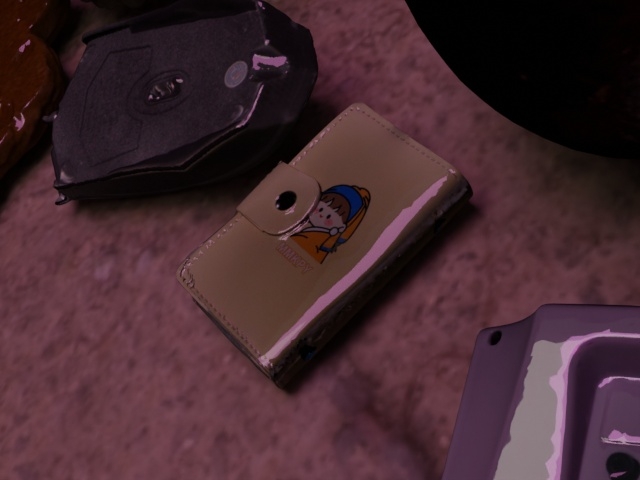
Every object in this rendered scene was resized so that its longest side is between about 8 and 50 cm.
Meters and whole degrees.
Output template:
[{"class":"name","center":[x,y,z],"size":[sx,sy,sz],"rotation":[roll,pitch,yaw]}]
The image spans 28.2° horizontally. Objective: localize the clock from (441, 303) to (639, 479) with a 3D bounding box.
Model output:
[{"class":"clock","center":[0.156,0.124,0.524],"size":[0.253,0.083,0.186],"rotation":[0,56,29]}]

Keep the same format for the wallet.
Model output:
[{"class":"wallet","center":[0.000,0.000,0.735],"size":[0.155,0.039,0.110],"rotation":[-44,51,-7]}]

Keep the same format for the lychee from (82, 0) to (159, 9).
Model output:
[{"class":"lychee","center":[-0.133,-0.302,0.896],"size":[0.274,0.255,0.255],"rotation":[-47,44,17]}]

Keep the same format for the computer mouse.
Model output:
[{"class":"computer mouse","center":[-0.092,-0.084,0.832],"size":[0.231,0.071,0.126],"rotation":[-11,65,35]}]

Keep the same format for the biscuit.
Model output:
[{"class":"biscuit","center":[-0.284,-0.088,0.957],"size":[0.208,0.041,0.290],"rotation":[11,63,35]}]

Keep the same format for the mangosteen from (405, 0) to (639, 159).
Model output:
[{"class":"mangosteen","center":[0.180,-0.166,0.609],"size":[0.297,0.297,0.313],"rotation":[-42,82,-5]}]
